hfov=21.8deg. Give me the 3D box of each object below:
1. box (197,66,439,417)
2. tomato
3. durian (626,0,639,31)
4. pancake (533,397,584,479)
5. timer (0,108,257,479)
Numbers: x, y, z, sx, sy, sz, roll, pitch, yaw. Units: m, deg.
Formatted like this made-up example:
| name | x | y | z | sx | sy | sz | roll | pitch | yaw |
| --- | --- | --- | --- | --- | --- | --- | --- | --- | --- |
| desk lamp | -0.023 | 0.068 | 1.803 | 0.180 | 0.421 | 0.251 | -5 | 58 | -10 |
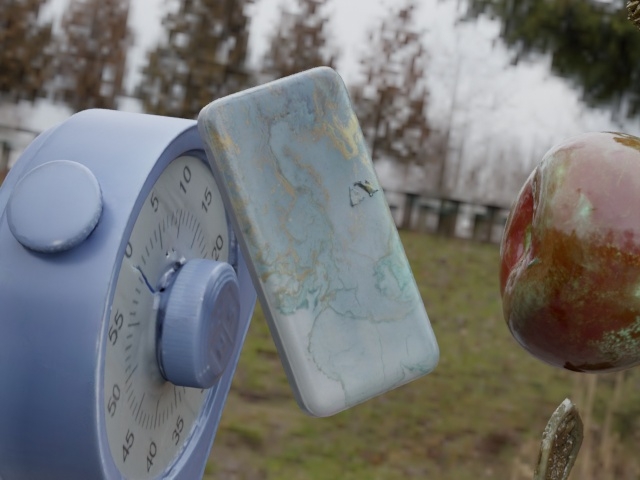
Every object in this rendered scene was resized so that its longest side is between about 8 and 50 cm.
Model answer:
| name | x | y | z | sx | sy | sz | roll | pitch | yaw |
| --- | --- | --- | --- | --- | --- | --- | --- | --- | --- |
| box | 0.000 | 0.000 | 1.429 | 0.142 | 0.285 | 0.044 | -21 | 2 | -25 |
| tomato | 0.321 | 0.019 | 1.826 | 0.223 | 0.270 | 0.270 | 12 | -2 | -4 |
| durian | 0.465 | -0.287 | 1.922 | 0.250 | 0.183 | 0.138 | 38 | 12 | 17 |
| pancake | 0.276 | 0.250 | 1.942 | 0.022 | 0.139 | 0.139 | 18 | 2 | 26 |
| timer | -0.169 | 0.061 | 1.469 | 0.173 | 0.395 | 0.395 | 9 | -2 | 17 |
